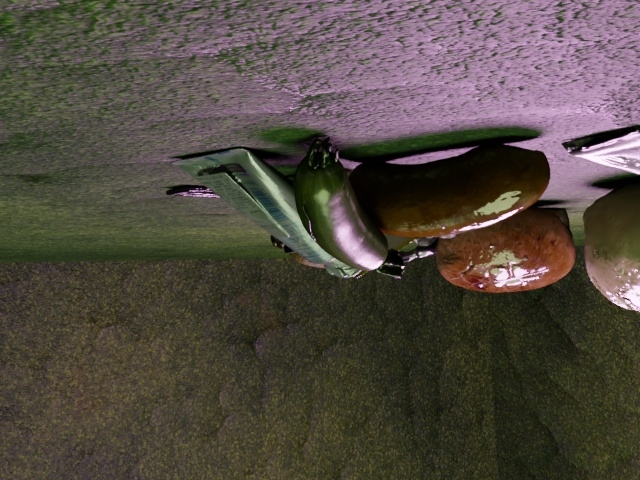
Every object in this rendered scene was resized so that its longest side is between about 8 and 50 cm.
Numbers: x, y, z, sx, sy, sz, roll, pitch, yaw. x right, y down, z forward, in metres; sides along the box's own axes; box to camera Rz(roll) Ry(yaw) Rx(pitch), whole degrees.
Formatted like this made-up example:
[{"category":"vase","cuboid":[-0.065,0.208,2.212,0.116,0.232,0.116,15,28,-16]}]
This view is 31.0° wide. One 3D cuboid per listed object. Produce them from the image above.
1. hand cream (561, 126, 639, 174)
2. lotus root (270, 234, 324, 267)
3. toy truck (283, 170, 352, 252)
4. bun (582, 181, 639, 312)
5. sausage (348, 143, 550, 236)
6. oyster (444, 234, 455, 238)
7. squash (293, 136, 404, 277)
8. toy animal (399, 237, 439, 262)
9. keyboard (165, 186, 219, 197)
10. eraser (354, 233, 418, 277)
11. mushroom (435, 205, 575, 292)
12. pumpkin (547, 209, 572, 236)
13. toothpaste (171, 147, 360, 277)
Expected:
[{"category":"hand cream","cuboid":[0.455,-0.099,1.428,0.336,0.076,0.121,7,166,-35]},{"category":"lotus root","cuboid":[0.000,0.000,2.216,0.192,0.113,0.088,1,139,-7]},{"category":"toy truck","cuboid":[0.006,-0.039,1.672,0.125,0.101,0.242,-7,180,-6]},{"category":"bun","cuboid":[0.608,0.009,1.937,0.326,0.234,0.362,7,165,-38]},{"category":"sausage","cuboid":[0.154,-0.061,1.414,0.270,0.109,0.109,-9,173,40]},{"category":"oyster","cuboid":[0.199,-0.037,2.157,0.177,0.064,0.125,1,178,41]},{"category":"squash","cuboid":[0.022,-0.025,1.363,0.080,0.071,0.318,9,158,24]},{"category":"toy animal","cuboid":[0.231,-0.010,2.476,0.121,0.093,0.225,-11,177,-10]},{"category":"keyboard","cuboid":[-0.157,-0.071,1.713,0.053,0.010,0.155,-7,175,40]},{"category":"eraser","cuboid":[0.103,-0.013,1.849,0.158,0.069,0.226,-36,180,2]},{"category":"mushroom","cuboid":[0.367,0.023,2.299,0.278,0.146,0.278,0,143,0]},{"category":"pumpkin","cuboid":[0.432,0.007,2.536,0.222,0.139,0.317,3,172,-27]},{"category":"toothpaste","cuboid":[-0.047,-0.040,1.431,0.114,0.073,0.299,-5,152,38]}]
